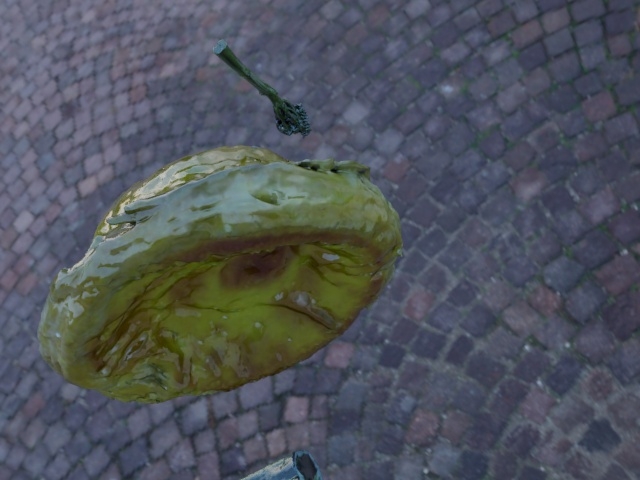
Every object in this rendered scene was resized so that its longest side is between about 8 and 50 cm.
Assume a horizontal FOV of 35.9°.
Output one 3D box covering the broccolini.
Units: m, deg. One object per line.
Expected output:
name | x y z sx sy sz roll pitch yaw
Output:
broccolini | -0.062 -0.168 1.119 0.044 0.218 0.042 -11 72 16

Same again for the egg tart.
egg tart | -0.076 0.017 0.739 0.295 0.295 0.116 -30 61 14

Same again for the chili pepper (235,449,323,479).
chili pepper | -0.100 0.283 0.964 0.227 0.059 0.088 -28 40 19
